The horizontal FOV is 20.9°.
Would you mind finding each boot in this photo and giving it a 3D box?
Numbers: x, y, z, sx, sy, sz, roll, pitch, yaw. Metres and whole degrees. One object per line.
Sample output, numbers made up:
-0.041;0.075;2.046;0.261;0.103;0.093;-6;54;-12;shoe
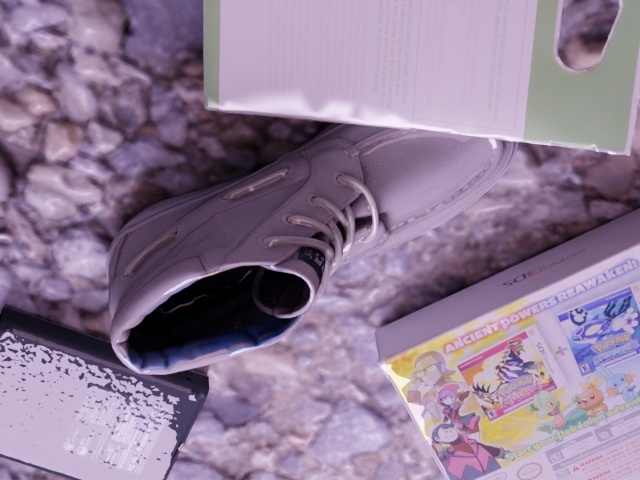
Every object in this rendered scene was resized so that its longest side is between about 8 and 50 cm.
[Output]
0.000;0.000;0.975;0.258;0.123;0.095;-25;117;7;boot

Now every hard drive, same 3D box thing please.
-0.149;0.104;1.071;0.135;0.022;0.094;20;113;-15;hard drive

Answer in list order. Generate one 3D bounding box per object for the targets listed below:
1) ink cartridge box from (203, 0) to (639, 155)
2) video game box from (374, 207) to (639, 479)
0.056;-0.141;0.915;0.235;0.056;0.171;6;119;6;ink cartridge box
0.163;0.094;1.083;0.205;0.048;0.187;-25;118;7;video game box
